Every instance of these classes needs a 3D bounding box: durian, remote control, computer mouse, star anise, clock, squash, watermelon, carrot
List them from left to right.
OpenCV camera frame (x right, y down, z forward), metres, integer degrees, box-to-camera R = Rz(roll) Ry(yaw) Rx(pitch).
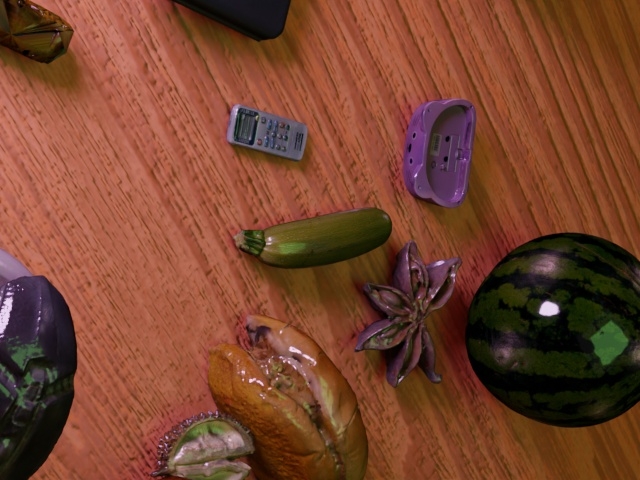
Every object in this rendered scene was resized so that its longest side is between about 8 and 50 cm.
[{"bbox_3d":[-0.356,-0.252,1.442,0.228,0.069,0.069,30,77,-41],"label":"carrot"},{"bbox_3d":[-0.252,0.122,1.138,0.105,0.062,0.192,22,81,-41],"label":"computer mouse"},{"bbox_3d":[-0.155,0.261,1.700,0.140,0.071,0.110,-13,104,-28],"label":"durian"},{"bbox_3d":[-0.067,-0.135,1.747,0.124,0.018,0.053,14,87,-42],"label":"remote control"},{"bbox_3d":[0.000,0.000,1.798,0.252,0.066,0.066,-12,105,-39],"label":"squash"},{"bbox_3d":[0.112,0.101,1.921,0.171,0.063,0.208,3,98,-38],"label":"star anise"},{"bbox_3d":[0.158,-0.125,1.927,0.110,0.050,0.153,5,93,-42],"label":"clock"},{"bbox_3d":[0.359,0.129,2.005,0.285,0.285,0.285,-8,102,-41],"label":"watermelon"}]

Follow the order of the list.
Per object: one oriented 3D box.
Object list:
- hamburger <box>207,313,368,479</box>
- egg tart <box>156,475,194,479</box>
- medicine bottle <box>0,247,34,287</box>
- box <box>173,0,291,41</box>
[{"bbox_3d":[-0.019,0.230,1.759,0.144,0.156,0.283,-42,120,-30],"label":"hamburger"},{"bbox_3d":[-0.154,0.369,1.636,0.147,0.202,0.202,45,68,-31],"label":"egg tart"},{"bbox_3d":[-0.411,0.078,1.260,0.208,0.339,0.208,-9,103,-40],"label":"medicine bottle"},{"bbox_3d":[-0.111,-0.338,1.629,0.230,0.050,0.160,17,86,-52],"label":"box"}]
